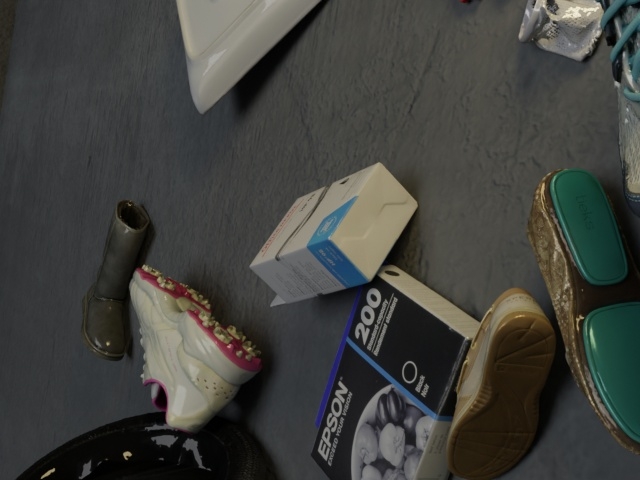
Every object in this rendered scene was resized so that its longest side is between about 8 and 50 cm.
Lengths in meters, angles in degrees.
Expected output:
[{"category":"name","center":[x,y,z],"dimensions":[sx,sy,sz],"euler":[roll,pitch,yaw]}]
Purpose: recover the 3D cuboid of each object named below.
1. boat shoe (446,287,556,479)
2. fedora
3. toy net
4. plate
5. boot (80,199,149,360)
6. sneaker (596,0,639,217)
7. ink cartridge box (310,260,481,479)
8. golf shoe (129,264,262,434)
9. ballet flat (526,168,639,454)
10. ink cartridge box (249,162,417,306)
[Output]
[{"category":"boat shoe","center":[0.137,0.111,0.641],"dimensions":[0.059,0.063,0.170],"euler":[-80,4,-58]},{"category":"fedora","center":[-0.212,0.341,0.973],"dimensions":[0.334,0.334,0.152],"euler":[28,138,56]},{"category":"toy net","center":[0.153,-0.227,0.698],"dimensions":[0.122,0.045,0.232],"euler":[-49,45,40]},{"category":"plate","center":[-0.108,-0.347,1.080],"dimensions":[0.277,0.045,0.277],"euler":[-37,53,34]},{"category":"boot","center":[-0.327,0.064,1.365],"dimensions":[0.208,0.076,0.189],"euler":[-57,42,23]},{"category":"sneaker","center":[0.194,-0.140,0.480],"dimensions":[0.110,0.122,0.282],"euler":[-28,41,58]},{"category":"ink cartridge box","center":[0.054,0.135,0.773],"dimensions":[0.208,0.045,0.206],"euler":[37,114,56]},{"category":"golf shoe","center":[-0.193,0.130,1.066],"dimensions":[0.140,0.115,0.306],"euler":[-58,34,1]},{"category":"ballet flat","center":[0.191,0.049,0.576],"dimensions":[0.067,0.073,0.206],"euler":[101,164,-63]},{"category":"ink cartridge box","center":[0.000,0.000,0.828],"dimensions":[0.180,0.060,0.104],"euler":[-20,31,53]}]
